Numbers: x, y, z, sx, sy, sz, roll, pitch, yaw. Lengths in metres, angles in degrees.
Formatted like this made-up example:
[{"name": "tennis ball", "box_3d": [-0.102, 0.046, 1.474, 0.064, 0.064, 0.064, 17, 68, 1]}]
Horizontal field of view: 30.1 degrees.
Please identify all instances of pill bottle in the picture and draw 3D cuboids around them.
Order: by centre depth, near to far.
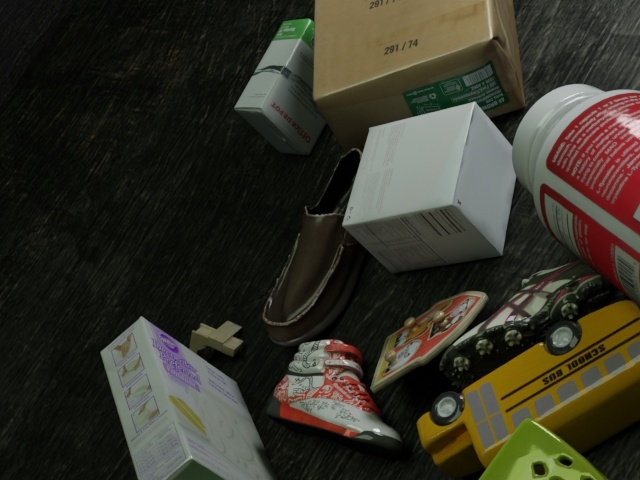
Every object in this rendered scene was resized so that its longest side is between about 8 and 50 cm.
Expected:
[{"name": "pill bottle", "box_3d": [0.412, -0.054, 1.486, 0.229, 0.229, 0.408, -45, 32, 4]}]

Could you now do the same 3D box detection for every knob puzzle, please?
[{"name": "knob puzzle", "box_3d": [0.155, 0.124, 1.704, 0.213, 0.030, 0.213, -37, 9, 7]}]

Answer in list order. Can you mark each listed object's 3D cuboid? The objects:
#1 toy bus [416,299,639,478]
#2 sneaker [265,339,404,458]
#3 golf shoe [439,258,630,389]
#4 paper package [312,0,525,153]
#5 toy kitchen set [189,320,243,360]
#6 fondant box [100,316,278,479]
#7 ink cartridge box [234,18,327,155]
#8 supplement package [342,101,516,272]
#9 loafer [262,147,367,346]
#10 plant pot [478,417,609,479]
[{"name": "toy bus", "box_3d": [0.291, 0.209, 1.512, 0.332, 0.108, 0.130, -35, 42, 16]}, {"name": "sneaker", "box_3d": [0.037, 0.224, 1.754, 0.270, 0.090, 0.145, 7, 66, 49]}, {"name": "golf shoe", "box_3d": [0.288, 0.114, 1.621, 0.272, 0.105, 0.120, -28, 26, 15]}, {"name": "paper package", "box_3d": [0.159, -0.326, 2.007, 0.324, 0.168, 0.310, -16, 47, 20]}, {"name": "toy kitchen set", "box_3d": [-0.173, 0.186, 2.045, 0.083, 0.075, 0.068, 21, 29, 18]}, {"name": "fondant box", "box_3d": [-0.189, 0.293, 1.792, 0.096, 0.238, 0.330, -43, 38, 8]}, {"name": "ink cartridge box", "box_3d": [-0.046, -0.284, 2.218, 0.087, 0.153, 0.208, 7, 62, 47]}, {"name": "supplement package", "box_3d": [0.173, -0.077, 1.832, 0.203, 0.149, 0.194, -10, 51, 38]}, {"name": "loafer", "box_3d": [0.000, 0.000, 1.949, 0.133, 0.130, 0.366, 10, 66, 48]}, {"name": "plant pot", "box_3d": [0.280, 0.367, 1.299, 0.207, 0.227, 0.228, 30, 80, 46]}]
